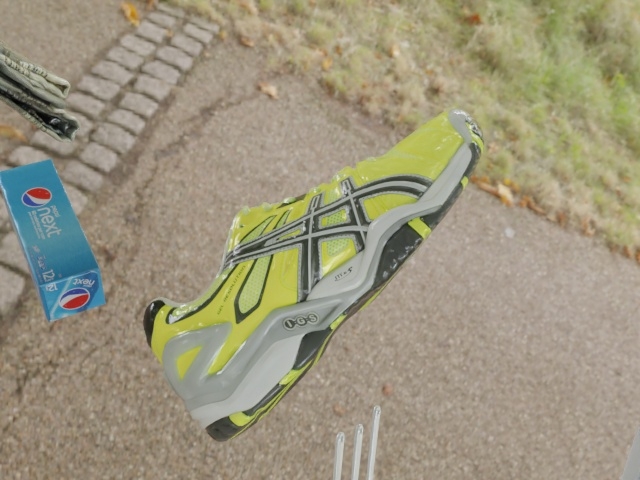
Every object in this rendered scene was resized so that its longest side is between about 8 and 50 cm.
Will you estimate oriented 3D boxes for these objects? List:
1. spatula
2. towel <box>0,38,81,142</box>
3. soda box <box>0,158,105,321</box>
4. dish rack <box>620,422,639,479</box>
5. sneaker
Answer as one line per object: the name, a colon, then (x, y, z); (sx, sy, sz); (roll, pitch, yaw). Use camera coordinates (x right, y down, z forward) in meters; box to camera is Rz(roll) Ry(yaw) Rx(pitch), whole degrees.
spatula: (0.049, 0.377, 1.202); (0.019, 0.242, 0.168); (11, 12, 28)
towel: (-0.377, -0.224, 0.705); (0.324, 0.056, 0.312); (36, -3, 16)
soda box: (-0.329, -0.005, 0.990); (0.071, 0.067, 0.210); (-18, 51, -22)
dish rack: (0.454, 0.334, 0.814); (0.072, 0.286, 0.333); (8, 10, -37)
sneaker: (0.000, 0.000, 0.748); (0.147, 0.145, 0.384); (43, 76, 9)
